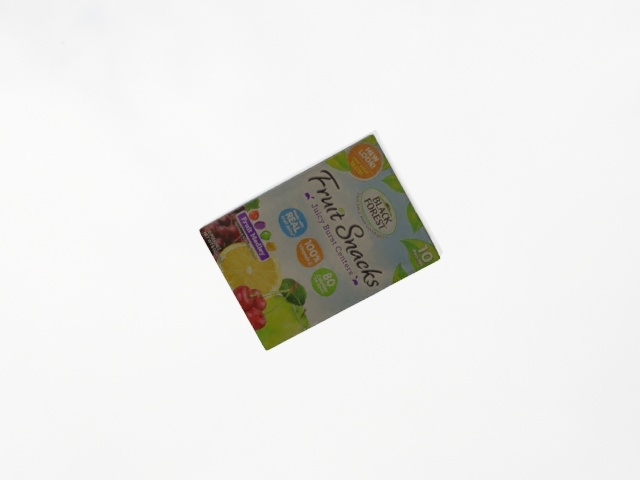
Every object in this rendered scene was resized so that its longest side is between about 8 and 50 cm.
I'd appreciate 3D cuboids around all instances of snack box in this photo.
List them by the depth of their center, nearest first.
[{"bbox_3d":[0.000,0.000,1.158,0.141,0.037,0.100,-28,-84,10],"label":"snack box"}]
